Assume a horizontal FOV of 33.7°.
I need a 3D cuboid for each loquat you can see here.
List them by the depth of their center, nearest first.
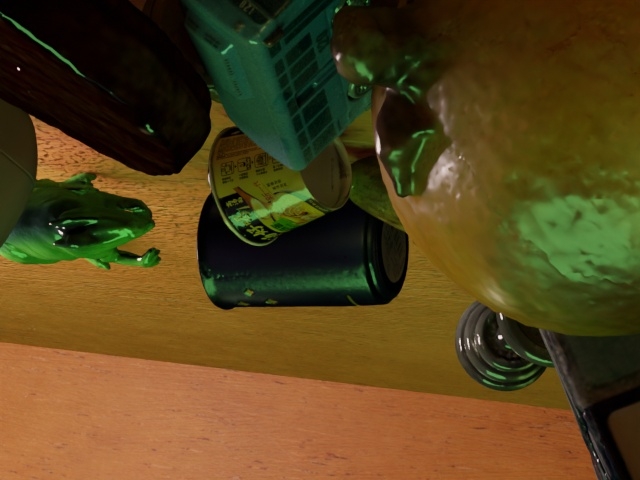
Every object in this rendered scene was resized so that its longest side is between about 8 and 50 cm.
[{"bbox_3d":[0.167,-0.099,0.746,0.359,0.328,0.328,10,164,-23],"label":"loquat"}]

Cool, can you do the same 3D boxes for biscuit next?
[{"bbox_3d":[-0.266,-0.190,0.878,0.407,0.091,0.407,29,170,6],"label":"biscuit"}]

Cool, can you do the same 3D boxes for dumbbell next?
[{"bbox_3d":[0.336,0.142,1.728,0.179,0.179,0.406,10,164,-4],"label":"dumbbell"}]

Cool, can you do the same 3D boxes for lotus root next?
[{"bbox_3d":[0.101,-0.064,1.327,0.190,0.094,0.108,18,125,6],"label":"lotus root"}]

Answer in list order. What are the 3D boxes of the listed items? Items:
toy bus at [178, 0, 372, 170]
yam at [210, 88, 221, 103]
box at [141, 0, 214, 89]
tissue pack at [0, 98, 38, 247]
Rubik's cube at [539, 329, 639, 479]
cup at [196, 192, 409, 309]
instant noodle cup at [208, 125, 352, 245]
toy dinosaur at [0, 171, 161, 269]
[{"bbox_3d":[-0.034,-0.168,0.882,0.116,0.133,0.234,42,169,21],"label":"toy bus"},{"bbox_3d":[-0.094,-0.166,1.145,0.264,0.046,0.046,18,161,-26],"label":"yam"},{"bbox_3d":[-0.114,-0.190,0.970,0.105,0.106,0.037,22,164,-39],"label":"box"},{"bbox_3d":[-0.507,-0.101,1.264,0.333,0.236,0.229,-3,151,31],"label":"tissue pack"},{"bbox_3d":[0.393,0.087,1.021,0.362,0.363,0.359,-25,152,10],"label":"Rubik's cube"},{"bbox_3d":[-0.006,-0.015,1.497,0.256,0.255,0.178,-1,124,22],"label":"cup"},{"bbox_3d":[-0.043,-0.077,1.261,0.122,0.151,0.151,-13,154,36],"label":"instant noodle cup"},{"bbox_3d":[-0.445,-0.015,1.404,0.499,0.144,0.374,0,-175,2],"label":"toy dinosaur"}]
